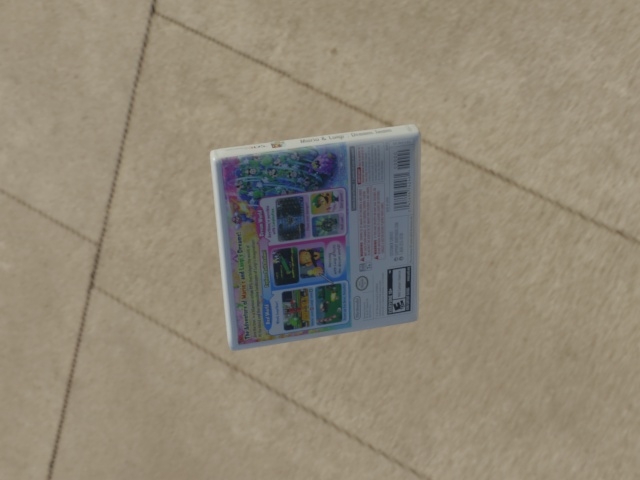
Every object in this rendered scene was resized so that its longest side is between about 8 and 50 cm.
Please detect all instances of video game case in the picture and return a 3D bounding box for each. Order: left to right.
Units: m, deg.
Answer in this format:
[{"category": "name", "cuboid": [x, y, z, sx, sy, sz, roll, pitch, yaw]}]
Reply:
[{"category": "video game case", "cuboid": [0.000, 0.000, 0.789, 0.143, 0.019, 0.157, -8, 121, -10]}]
